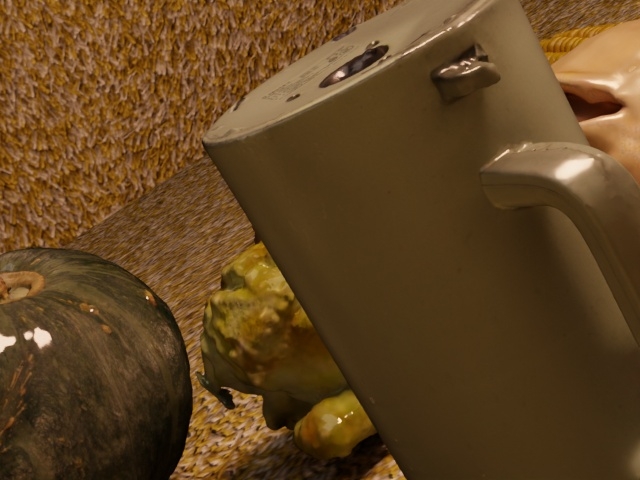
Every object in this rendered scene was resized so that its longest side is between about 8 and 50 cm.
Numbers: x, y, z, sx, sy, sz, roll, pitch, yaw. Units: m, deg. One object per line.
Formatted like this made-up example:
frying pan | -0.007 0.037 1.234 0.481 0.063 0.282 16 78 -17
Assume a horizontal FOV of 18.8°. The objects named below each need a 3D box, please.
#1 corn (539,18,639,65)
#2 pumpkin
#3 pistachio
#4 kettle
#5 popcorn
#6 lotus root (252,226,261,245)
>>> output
corn | 0.303 -0.144 1.835 0.144 0.144 0.387 -34 11 -22
pumpkin | -0.266 0.157 1.601 0.291 0.257 0.327 -1 21 42
pistachio | 0.257 -0.076 1.574 0.318 0.214 0.193 161 124 -69
kettle | 0.113 0.015 1.149 0.265 0.318 0.205 -20 14 33
popcorn | -0.002 0.088 1.510 0.198 0.212 0.198 -12 -31 -7
lotus root | 0.000 0.000 1.904 0.074 0.170 0.260 -28 6 -14
